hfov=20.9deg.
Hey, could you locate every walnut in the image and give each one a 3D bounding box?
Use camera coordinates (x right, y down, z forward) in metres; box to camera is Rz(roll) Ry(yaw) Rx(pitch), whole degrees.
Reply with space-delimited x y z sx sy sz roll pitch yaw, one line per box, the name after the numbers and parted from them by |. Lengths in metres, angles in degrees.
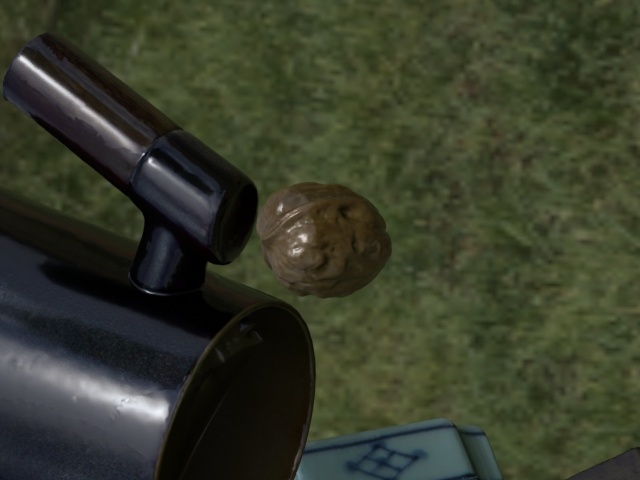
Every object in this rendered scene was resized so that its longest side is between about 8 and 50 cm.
0.000 0.000 1.198 0.082 0.096 0.079 -54 47 40 | walnut

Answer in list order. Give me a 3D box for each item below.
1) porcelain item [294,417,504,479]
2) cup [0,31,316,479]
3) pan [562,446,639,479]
0.047 0.314 1.851 0.286 0.281 0.157 114 145 -60 | porcelain item
-0.117 0.046 0.793 0.177 0.166 0.239 17 139 27 | cup
0.193 0.150 0.959 0.202 0.128 0.048 -66 25 17 | pan
